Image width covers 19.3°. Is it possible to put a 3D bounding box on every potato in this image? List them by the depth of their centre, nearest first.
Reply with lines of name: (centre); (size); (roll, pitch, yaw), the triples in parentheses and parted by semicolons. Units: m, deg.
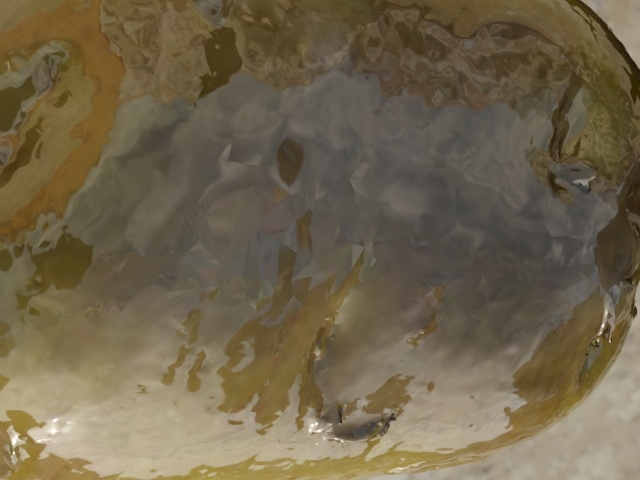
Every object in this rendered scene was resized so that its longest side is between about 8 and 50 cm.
potato: (0.000, 0.000, 0.412); (0.200, 0.081, 0.164); (-3, 109, -33)
